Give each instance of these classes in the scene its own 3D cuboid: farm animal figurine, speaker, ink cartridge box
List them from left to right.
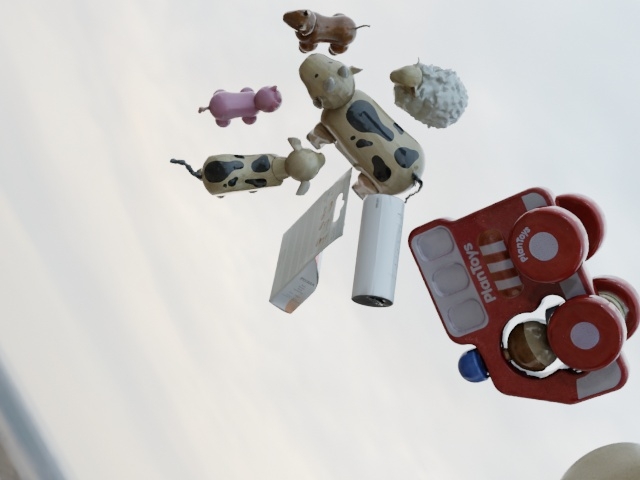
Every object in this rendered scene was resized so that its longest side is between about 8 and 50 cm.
[{"bbox_3d":[0.000,0.000,1.586,0.045,0.145,0.179,32,-50,-21],"label":"ink cartridge box"},{"bbox_3d":[0.012,-0.158,1.541,0.327,0.330,0.172,30,-10,-9],"label":"farm animal figurine"},{"bbox_3d":[0.072,0.014,1.409,0.055,0.055,0.136,116,-18,-71],"label":"speaker"}]

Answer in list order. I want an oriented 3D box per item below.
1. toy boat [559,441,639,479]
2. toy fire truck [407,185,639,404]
[{"bbox_3d":[0.364,0.345,1.270,0.151,0.151,0.231,45,22,-44],"label":"toy boat"},{"bbox_3d":[0.281,0.082,1.536,0.169,0.254,0.302,-23,90,-63],"label":"toy fire truck"}]
